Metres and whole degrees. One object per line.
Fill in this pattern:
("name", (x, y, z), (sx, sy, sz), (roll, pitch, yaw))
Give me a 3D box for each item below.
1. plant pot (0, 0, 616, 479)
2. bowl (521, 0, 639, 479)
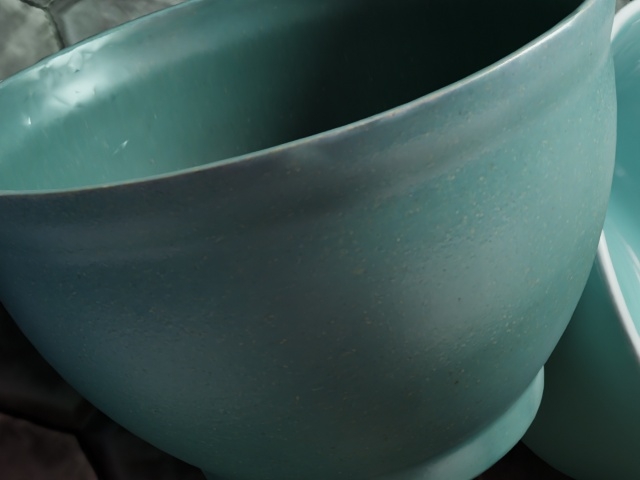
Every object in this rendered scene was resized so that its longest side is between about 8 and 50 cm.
("plant pot", (0.000, 0.000, 0.501), (0.293, 0.293, 0.196), (-37, 120, -38))
("bowl", (0.199, 0.029, 0.664), (0.311, 0.163, 0.311), (17, 61, -35))
